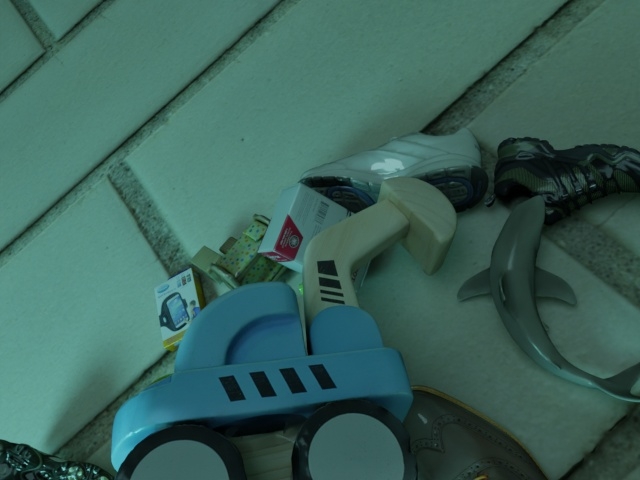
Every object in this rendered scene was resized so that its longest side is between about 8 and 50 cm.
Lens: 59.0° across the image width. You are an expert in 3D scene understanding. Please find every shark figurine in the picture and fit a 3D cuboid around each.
[{"bbox_3d":[0.260,0.091,0.690,0.166,0.116,0.278,-32,64,19],"label":"shark figurine"}]

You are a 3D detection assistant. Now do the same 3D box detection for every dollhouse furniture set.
[{"bbox_3d":[-0.113,-0.011,0.914,0.161,0.101,0.182,25,68,42],"label":"dollhouse furniture set"}]

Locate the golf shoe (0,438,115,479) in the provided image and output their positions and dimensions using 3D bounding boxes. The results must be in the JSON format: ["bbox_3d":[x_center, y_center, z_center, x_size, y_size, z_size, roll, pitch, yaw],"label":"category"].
[{"bbox_3d":[-0.387,0.380,0.863,0.272,0.120,0.105,22,69,8],"label":"golf shoe"}]

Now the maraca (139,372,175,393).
[{"bbox_3d":[-0.210,0.254,0.833,0.185,0.099,0.127,-31,65,16],"label":"maraca"}]

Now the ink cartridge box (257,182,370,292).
[{"bbox_3d":[0.000,0.000,0.835,0.063,0.150,0.109,-10,56,60],"label":"ink cartridge box"}]

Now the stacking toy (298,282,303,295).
[{"bbox_3d":[-0.069,0.178,0.839,0.167,0.052,0.221,-21,58,14],"label":"stacking toy"}]

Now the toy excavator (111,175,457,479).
[{"bbox_3d":[-0.006,0.113,0.644,0.432,0.222,0.445,-6,53,-10],"label":"toy excavator"}]

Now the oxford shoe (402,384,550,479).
[{"bbox_3d":[0.200,0.289,0.612,0.130,0.133,0.363,-47,56,-2],"label":"oxford shoe"}]

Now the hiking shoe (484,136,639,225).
[{"bbox_3d":[0.344,-0.069,0.766,0.226,0.086,0.114,14,86,35],"label":"hiking shoe"}]

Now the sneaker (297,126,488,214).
[{"bbox_3d":[0.108,-0.101,0.881,0.297,0.111,0.129,-3,48,20],"label":"sneaker"}]

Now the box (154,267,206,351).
[{"bbox_3d":[-0.238,0.110,0.964,0.081,0.028,0.136,-28,59,10],"label":"box"}]
